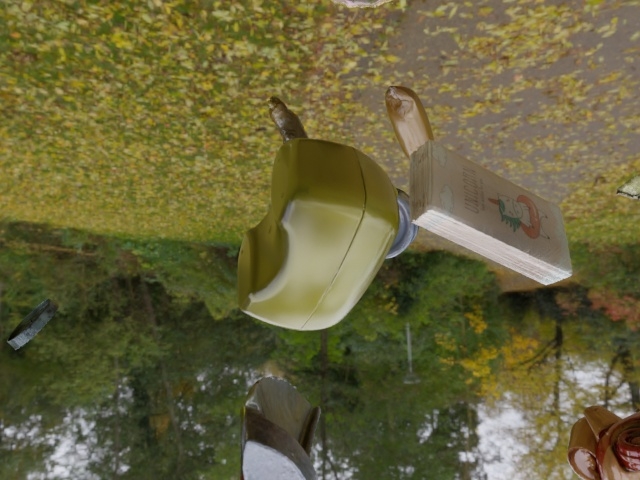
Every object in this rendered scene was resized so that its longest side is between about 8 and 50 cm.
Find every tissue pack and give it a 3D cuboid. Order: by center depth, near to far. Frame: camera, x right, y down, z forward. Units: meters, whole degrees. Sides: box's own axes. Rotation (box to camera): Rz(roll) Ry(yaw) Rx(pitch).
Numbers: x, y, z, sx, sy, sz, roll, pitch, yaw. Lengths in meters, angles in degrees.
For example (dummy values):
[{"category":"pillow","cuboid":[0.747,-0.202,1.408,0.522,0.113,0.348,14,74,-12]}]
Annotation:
[{"category":"tissue pack","cuboid":[0.000,0.000,0.514,0.127,0.123,0.178,14,127,-17]},{"category":"tissue pack","cuboid":[0.312,-0.049,0.980,0.325,0.170,0.071,23,144,-19]}]

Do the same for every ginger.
[{"category":"ginger","cuboid":[-0.068,-0.284,1.612,0.080,0.333,0.166,-30,168,31]}]

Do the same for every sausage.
[{"category":"sausage","cuboid":[0.245,-0.338,1.489,0.112,0.112,0.328,-3,153,23]}]

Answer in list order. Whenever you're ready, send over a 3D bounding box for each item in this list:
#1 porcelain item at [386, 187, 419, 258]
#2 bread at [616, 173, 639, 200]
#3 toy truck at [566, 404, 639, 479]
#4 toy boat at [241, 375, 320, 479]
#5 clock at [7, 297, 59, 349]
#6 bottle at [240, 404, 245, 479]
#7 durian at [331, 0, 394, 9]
[{"category":"porcelain item","cuboid":[0.137,-0.040,1.144,0.147,0.147,0.114,-2,-173,19]},{"category":"bread","cuboid":[0.613,-0.058,0.832,0.240,0.178,0.135,-11,154,-37]},{"category":"toy truck","cuboid":[0.583,0.372,0.934,0.264,0.189,0.239,-17,-177,4]},{"category":"toy boat","cuboid":[-0.078,0.385,1.040,0.111,0.294,0.276,-26,123,10]},{"category":"clock","cuboid":[-0.418,0.120,0.778,0.085,0.085,0.017,-9,130,51]},{"category":"bottle","cuboid":[-0.137,0.509,1.179,0.082,0.286,0.082,-5,141,-4]},{"category":"durian","cuboid":[0.040,-0.401,0.724,0.182,0.165,0.132,-2,-171,17]}]
